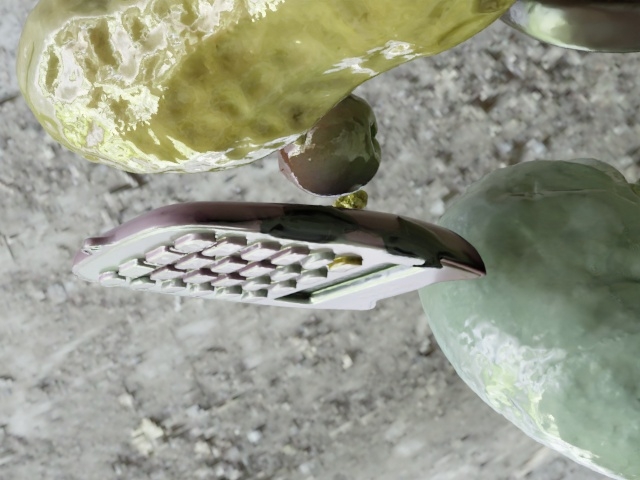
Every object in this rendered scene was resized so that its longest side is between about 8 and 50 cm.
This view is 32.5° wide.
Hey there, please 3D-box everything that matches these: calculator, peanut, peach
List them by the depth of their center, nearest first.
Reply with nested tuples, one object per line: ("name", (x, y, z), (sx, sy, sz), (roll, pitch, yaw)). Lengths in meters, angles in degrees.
("peanut", (-0.022, -0.127, 0.548), (0.313, 0.149, 0.149), (-29, 153, 28))
("calculator", (-0.035, 0.011, 0.794), (0.294, 0.043, 0.194), (8, 163, -36))
("peach", (0.006, -0.072, 0.819), (0.083, 0.083, 0.083), (-22, 147, -16))

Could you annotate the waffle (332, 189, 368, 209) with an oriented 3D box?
("waffle", (0.003, 0.002, 1.539), (0.194, 0.051, 0.149), (-39, 152, -41))

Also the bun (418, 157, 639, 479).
("bun", (0.255, 0.048, 0.970), (0.354, 0.354, 0.194), (-2, 131, -40))

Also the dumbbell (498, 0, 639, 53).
("dumbbell", (0.158, -0.219, 0.565), (0.140, 0.124, 0.225), (-36, 140, -36))
